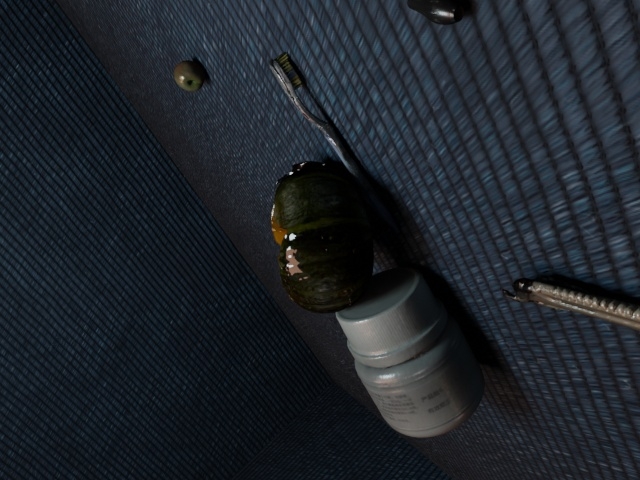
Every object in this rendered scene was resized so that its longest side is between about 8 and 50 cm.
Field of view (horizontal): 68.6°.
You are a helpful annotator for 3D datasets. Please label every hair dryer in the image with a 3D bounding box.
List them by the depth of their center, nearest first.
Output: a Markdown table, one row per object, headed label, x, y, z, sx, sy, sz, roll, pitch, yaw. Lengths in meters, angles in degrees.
| label | x | y | z | sx | sy | sz | roll | pitch | yaw |
| --- | --- | --- | --- | --- | --- | --- | --- | --- | --- |
| hair dryer | 0.124 | -0.277 | 0.499 | 0.079 | 0.031 | 0.083 | 47 | 151 | 42 |

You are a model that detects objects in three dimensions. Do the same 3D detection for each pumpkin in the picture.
| label | x | y | z | sx | sy | sz | roll | pitch | yaw |
| --- | --- | --- | --- | --- | --- | --- | --- | --- | --- |
| pumpkin | 0.000 | 0.000 | 0.977 | 0.320 | 0.192 | 0.320 | 173 | 90 | -82 |

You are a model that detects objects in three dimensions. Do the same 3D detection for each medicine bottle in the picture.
| label | x | y | z | sx | sy | sz | roll | pitch | yaw |
| --- | --- | --- | --- | --- | --- | --- | --- | --- | --- |
| medicine bottle | 0.190 | 0.235 | 1.017 | 0.306 | 0.245 | 0.245 | 61 | 161 | -16 |

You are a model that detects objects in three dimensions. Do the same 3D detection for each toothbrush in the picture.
| label | x | y | z | sx | sy | sz | roll | pitch | yaw |
| --- | --- | --- | --- | --- | --- | --- | --- | --- | --- |
| toothbrush | 0.036 | -0.175 | 0.905 | 0.413 | 0.042 | 0.035 | 53 | 179 | -14 |

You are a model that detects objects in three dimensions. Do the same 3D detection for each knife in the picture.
| label | x | y | z | sx | sy | sz | roll | pitch | yaw |
| --- | --- | --- | --- | --- | --- | --- | --- | --- | --- |
| knife | 0.388 | 0.093 | 0.571 | 0.089 | 0.043 | 0.365 | 22 | 176 | -31 |

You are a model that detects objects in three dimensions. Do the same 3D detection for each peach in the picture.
| label | x | y | z | sx | sy | sz | roll | pitch | yaw |
| --- | --- | --- | --- | --- | --- | --- | --- | --- | --- |
| peach | -0.351 | -0.442 | 1.255 | 0.083 | 0.083 | 0.083 | 45 | 162 | 19 |
